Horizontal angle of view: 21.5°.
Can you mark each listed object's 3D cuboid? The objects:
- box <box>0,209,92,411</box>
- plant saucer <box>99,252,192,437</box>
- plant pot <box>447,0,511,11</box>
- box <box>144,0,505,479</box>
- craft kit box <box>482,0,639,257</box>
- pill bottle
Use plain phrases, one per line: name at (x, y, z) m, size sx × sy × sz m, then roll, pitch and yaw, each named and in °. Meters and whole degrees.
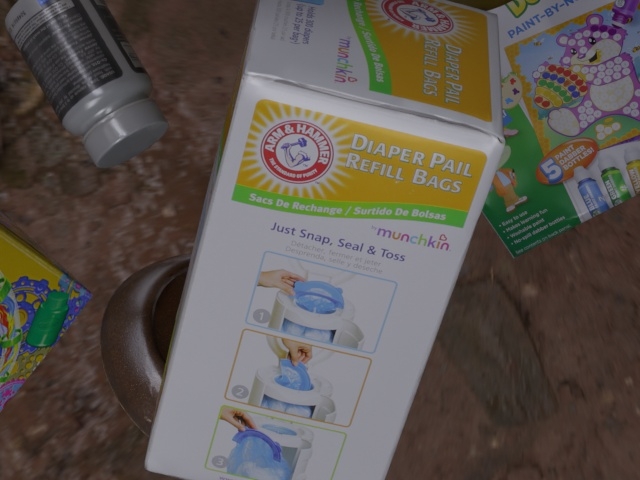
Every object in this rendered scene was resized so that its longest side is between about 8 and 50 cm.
box at (-0.305, -0.034, 0.717) m, size 0.177 × 0.290 × 0.279 m, roll -51°, pitch 50°, yaw -3°
plant saucer at (-0.082, 0.123, 1.813) m, size 0.311 × 0.310 × 0.050 m, roll 34°, pitch 132°, yaw 3°
plant pot at (0.092, -0.274, 1.160) m, size 0.254 × 0.239 × 0.254 m, roll -1°, pitch 77°, yaw 5°
box at (0.000, 0.000, 0.717) m, size 0.103 × 0.114 × 0.203 m, roll 14°, pitch 124°, yaw -5°
craft kit box at (0.208, -0.142, 1.455) m, size 0.250 × 0.061 × 0.246 m, roll -30°, pitch 103°, yaw 24°
pill bottle at (-0.178, -0.130, 1.302) m, size 0.078 × 0.078 × 0.137 m, roll -32°, pitch 81°, yaw 8°
